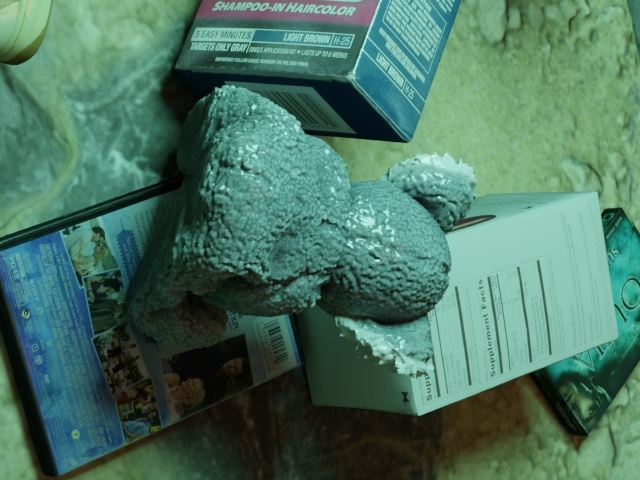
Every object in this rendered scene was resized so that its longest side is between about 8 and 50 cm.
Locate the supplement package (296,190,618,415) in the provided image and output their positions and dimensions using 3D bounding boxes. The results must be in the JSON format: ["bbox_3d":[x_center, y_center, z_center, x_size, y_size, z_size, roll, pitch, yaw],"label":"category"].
[{"bbox_3d":[0.113,0.047,1.509,0.244,0.139,0.134,-16,100,-39],"label":"supplement package"}]

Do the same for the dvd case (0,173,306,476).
[{"bbox_3d":[-0.130,0.052,1.384,0.253,0.022,0.180,-22,101,-38],"label":"dvd case"}]

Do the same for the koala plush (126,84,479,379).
[{"bbox_3d":[0.000,0.000,1.309,0.221,0.203,0.196,21,75,-13],"label":"koala plush"}]

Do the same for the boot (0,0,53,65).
[{"bbox_3d":[-0.279,-0.262,1.230,0.203,0.095,0.262,6,88,-38],"label":"boot"}]

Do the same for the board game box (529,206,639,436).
[{"bbox_3d":[0.261,0.076,1.704,0.186,0.026,0.126,-50,117,-29],"label":"board game box"}]

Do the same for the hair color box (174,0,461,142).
[{"bbox_3d":[0.033,-0.255,1.421,0.105,0.174,0.347,43,61,-49],"label":"hair color box"}]
